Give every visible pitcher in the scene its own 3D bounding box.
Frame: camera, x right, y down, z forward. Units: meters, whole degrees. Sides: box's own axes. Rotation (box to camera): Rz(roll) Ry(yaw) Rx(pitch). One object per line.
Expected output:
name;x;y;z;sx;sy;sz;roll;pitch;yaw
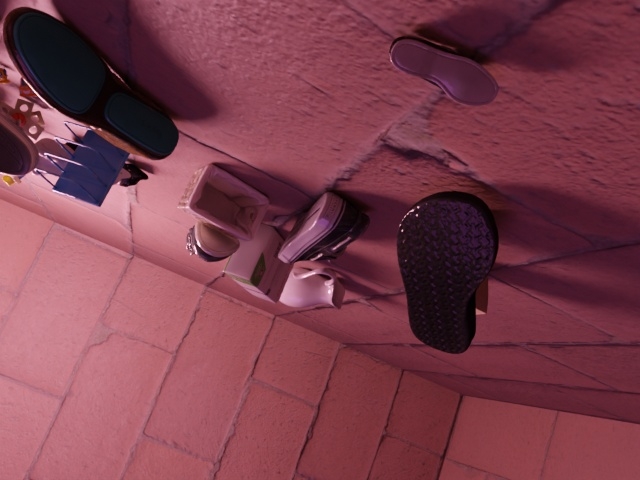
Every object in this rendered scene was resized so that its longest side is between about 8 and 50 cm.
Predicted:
pitcher;-0.040;0.136;1.796;0.207;0.125;0.177;5;139;17

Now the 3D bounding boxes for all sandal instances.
sandal;0.231;0.050;1.054;0.168;0.107;0.445;21;147;21

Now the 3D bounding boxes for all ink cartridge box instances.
ink cartridge box;-0.161;0.064;1.599;0.093;0.160;0.219;17;163;20

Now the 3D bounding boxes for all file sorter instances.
file sorter;-0.494;-0.180;1.207;0.118;0.170;0.104;18;161;13

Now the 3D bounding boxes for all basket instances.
basket;-0.219;-0.080;1.283;0.167;0.113;0.103;31;164;-29

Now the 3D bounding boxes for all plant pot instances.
plant pot;0.292;0.093;1.222;0.109;0.096;0.109;26;163;-15

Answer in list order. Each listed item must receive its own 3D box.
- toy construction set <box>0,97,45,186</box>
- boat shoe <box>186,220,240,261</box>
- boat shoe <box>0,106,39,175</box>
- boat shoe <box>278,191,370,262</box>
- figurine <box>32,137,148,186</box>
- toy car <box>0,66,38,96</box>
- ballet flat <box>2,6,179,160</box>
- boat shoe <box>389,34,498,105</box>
toy construction set;-0.770;-0.253;1.356;0.215;0.151;0.328;52;147;-14
boat shoe;-0.270;0.001;1.397;0.116;0.099;0.319;36;-170;-16
boat shoe;-0.680;-0.240;1.157;0.321;0.118;0.103;30;-151;13
boat shoe;0.000;0.000;1.244;0.119;0.121;0.335;29;161;-11
figurine;-0.541;-0.175;1.372;0.210;0.092;0.215;14;-174;-1
toy car;-0.597;-0.311;1.120;0.122;0.060;0.040;11;131;12
ballet flat;-0.387;-0.244;0.960;0.123;0.123;0.348;10;163;35
boat shoe;0.132;-0.184;0.618;0.125;0.038;0.046;18;123;-8
